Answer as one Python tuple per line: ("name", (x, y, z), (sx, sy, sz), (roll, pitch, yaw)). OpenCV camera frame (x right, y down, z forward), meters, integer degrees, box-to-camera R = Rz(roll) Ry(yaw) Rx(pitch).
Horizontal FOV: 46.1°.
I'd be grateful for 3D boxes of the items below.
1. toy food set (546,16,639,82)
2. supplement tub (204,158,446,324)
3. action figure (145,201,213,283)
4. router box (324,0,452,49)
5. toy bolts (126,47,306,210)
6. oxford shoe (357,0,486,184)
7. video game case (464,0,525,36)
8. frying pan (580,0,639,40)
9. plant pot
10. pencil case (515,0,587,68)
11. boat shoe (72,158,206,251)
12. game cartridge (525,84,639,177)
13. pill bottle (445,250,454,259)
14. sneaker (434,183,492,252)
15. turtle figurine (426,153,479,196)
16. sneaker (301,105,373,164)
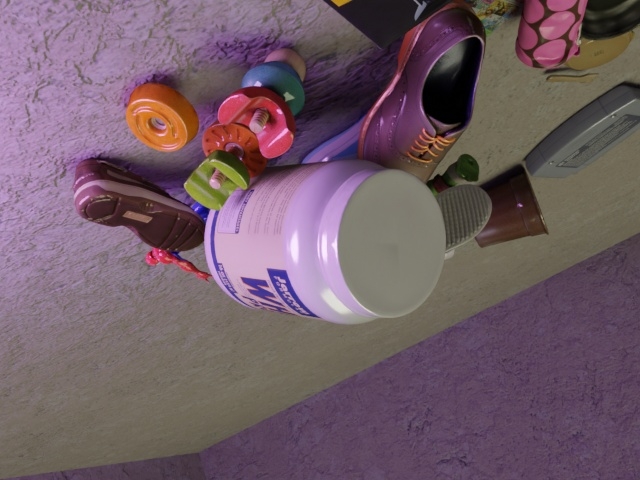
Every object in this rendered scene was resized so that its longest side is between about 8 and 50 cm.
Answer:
("toy food set", (0.492, -0.349, 1.338), (0.132, 0.039, 0.192), (-5, 159, -23))
("supplement tub", (0.000, 0.000, 1.119), (0.235, 0.236, 0.324), (-5, -175, -37))
("action figure", (-0.197, -0.020, 1.349), (0.280, 0.092, 0.139), (-34, 141, 28))
("router box", (0.119, -0.367, 0.812), (0.308, 0.081, 0.243), (-30, 153, 25))
("toy bolts", (-0.124, -0.189, 1.040), (0.218, 0.159, 0.228), (41, 136, -22))
("oxford shoe", (0.142, -0.165, 1.109), (0.129, 0.133, 0.364), (6, 124, -14))
("video game case", (0.223, -0.329, 1.137), (0.119, 0.015, 0.166), (3, 148, -47))
("frying pan", (0.499, -0.430, 1.109), (0.197, 0.053, 0.326), (-1, 143, -32))
("plant pot", (0.444, -0.066, 1.816), (0.165, 0.167, 0.167), (-21, 161, 17))
("pencil case", (0.344, -0.345, 1.082), (0.098, 0.095, 0.209), (17, 157, 14))
("boat shoe", (-0.275, -0.062, 1.180), (0.095, 0.095, 0.257), (-34, 149, 16))
("game cartridge", (0.611, -0.240, 1.691), (0.196, 0.060, 0.294), (-7, 154, -43))
("pill bottle", (0.221, 0.030, 1.868), (0.208, 0.118, 0.118), (-15, 158, -16))
("sneaker", (0.181, 0.008, 1.375), (0.282, 0.102, 0.161), (-37, 173, -13))
("turtle figurine", (0.158, -0.074, 1.443), (0.274, 0.198, 0.266), (-9, 153, -40))
("sneaker", (0.127, -0.117, 1.285), (0.319, 0.208, 0.127), (-34, 154, 28))
